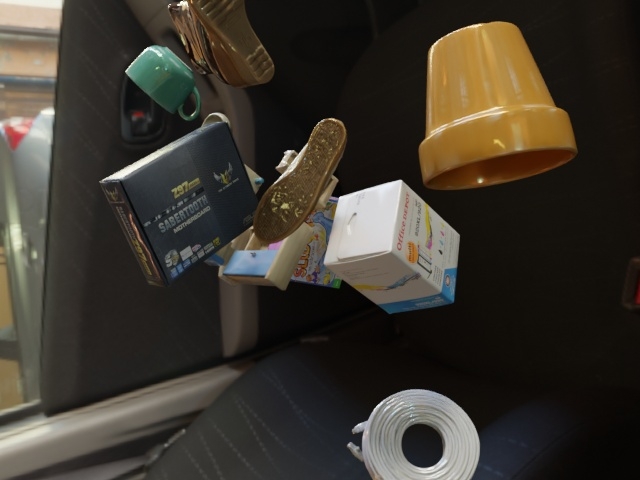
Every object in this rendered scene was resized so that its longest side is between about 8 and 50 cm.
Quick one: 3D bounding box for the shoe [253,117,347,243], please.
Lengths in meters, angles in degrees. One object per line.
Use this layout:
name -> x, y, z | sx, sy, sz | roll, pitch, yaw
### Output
shoe -> -0.025, -0.086, 0.985 | 0.219, 0.076, 0.058 | -55, -9, -1

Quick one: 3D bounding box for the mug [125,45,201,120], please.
mug -> -0.324, -0.343, 1.364 | 0.097, 0.158, 0.129 | -48, 46, 4

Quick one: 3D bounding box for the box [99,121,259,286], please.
box -> -0.211, -0.063, 1.020 | 0.059, 0.233, 0.183 | 1, 120, 41

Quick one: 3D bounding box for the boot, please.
boot -> -0.175, -0.328, 0.901 | 0.207, 0.090, 0.248 | 26, 151, 48

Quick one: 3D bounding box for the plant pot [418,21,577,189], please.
plant pot -> 0.229, -0.185, 0.879 | 0.205, 0.205, 0.188 | -22, 75, 61

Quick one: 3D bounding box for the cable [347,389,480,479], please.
cable -> 0.221, 0.453, 1.408 | 0.257, 0.257, 0.089 | 47, 161, 24

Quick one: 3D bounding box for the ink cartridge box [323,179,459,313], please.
ink cartridge box -> 0.153, 0.019, 1.317 | 0.168, 0.233, 0.171 | -14, 52, 40

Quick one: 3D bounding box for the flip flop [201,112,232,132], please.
flip flop -> -0.292, -0.175, 1.511 | 0.112, 0.080, 0.277 | 24, 93, 24

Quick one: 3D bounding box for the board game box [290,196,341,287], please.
board game box -> 0.000, 0.000, 1.423 | 0.035, 0.136, 0.201 | -127, 48, -68

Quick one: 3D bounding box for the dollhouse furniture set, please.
dollhouse furniture set -> -0.180, -0.081, 1.234 | 0.198, 0.303, 0.286 | -1, 57, 52
